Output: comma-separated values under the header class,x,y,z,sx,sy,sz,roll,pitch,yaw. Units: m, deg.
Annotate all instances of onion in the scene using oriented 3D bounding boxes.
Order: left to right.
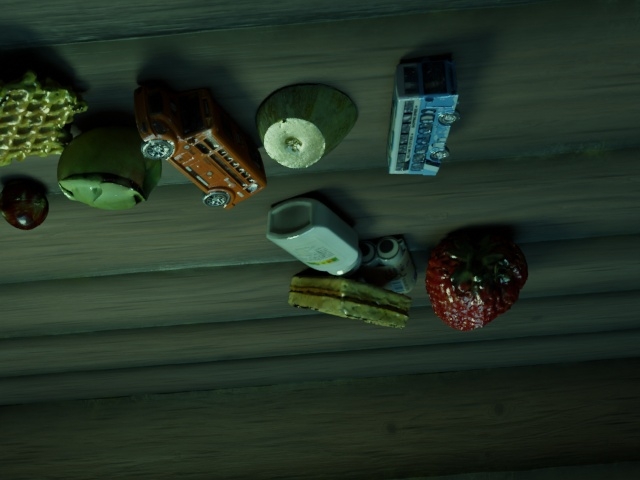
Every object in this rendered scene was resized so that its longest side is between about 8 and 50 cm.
class,x,y,z,sx,sy,sz,roll,pitch,yaw
onion,-0.711,-0.079,1.601,0.119,0.118,0.117,-18,155,26

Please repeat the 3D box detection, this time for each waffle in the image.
class,x,y,z,sx,sy,sz,roll,pitch,yaw
waffle,-0.590,-0.226,1.292,0.282,0.058,0.301,-17,168,-16
waffle,0.086,0.190,2.082,0.261,0.114,0.376,18,170,-25

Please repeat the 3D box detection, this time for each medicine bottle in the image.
class,x,y,z,sx,sy,sz,roll,pitch,yaw
medicine bottle,0.000,0.000,1.844,0.179,0.124,0.324,-13,151,27

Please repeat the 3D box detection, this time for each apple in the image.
class,x,y,z,sx,sy,sz,roll,pitch,yaw
apple,-0.441,-0.158,1.404,0.188,0.173,0.207,12,-160,10

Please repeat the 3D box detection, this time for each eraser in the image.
class,x,y,z,sx,sy,sz,roll,pitch,yaw
eraser,0.203,0.087,2.092,0.171,0.087,0.290,-12,154,12

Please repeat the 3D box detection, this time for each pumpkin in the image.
class,x,y,z,sx,sy,sz,roll,pitch,yaw
pumpkin,-0.033,-0.225,1.412,0.217,0.110,0.217,2,153,1

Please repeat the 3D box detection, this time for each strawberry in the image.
class,x,y,z,sx,sy,sz,roll,pitch,yaw
strawberry,0.468,0.147,2.021,0.312,0.267,0.351,-6,136,-8

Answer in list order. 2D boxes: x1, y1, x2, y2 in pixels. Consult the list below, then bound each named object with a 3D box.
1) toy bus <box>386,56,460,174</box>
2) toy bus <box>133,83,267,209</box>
class,x,y,z,sx,sy,sz,roll,pitch,yaw
toy bus,0.210,-0.248,1.396,0.131,0.106,0.297,-1,155,2
toy bus,-0.245,-0.202,1.388,0.153,0.143,0.329,-23,148,14
